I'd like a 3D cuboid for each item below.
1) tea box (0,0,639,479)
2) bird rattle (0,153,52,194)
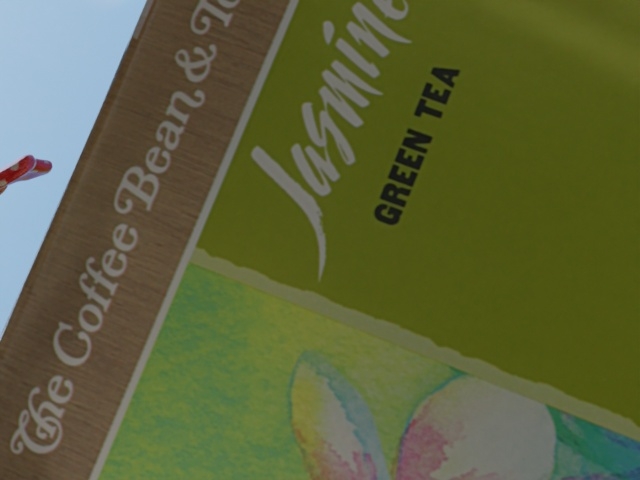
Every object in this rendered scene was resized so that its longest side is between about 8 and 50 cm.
[{"bbox_3d":[0.100,0.047,0.520,0.323,0.329,0.220,20,-97,9],"label":"tea box"},{"bbox_3d":[-0.309,0.033,1.160,0.253,0.143,0.207,-39,-148,9],"label":"bird rattle"}]
